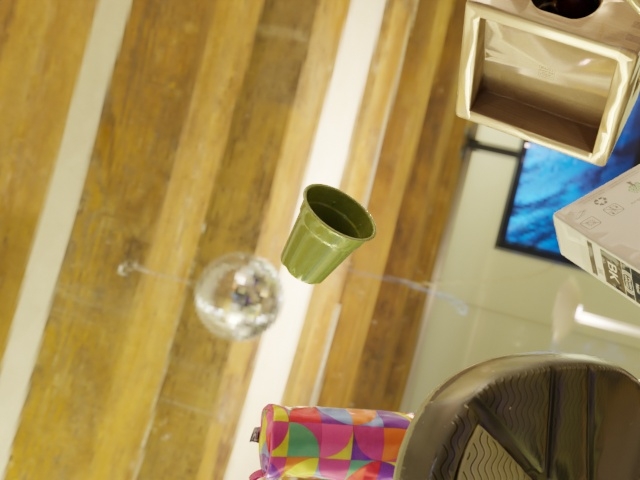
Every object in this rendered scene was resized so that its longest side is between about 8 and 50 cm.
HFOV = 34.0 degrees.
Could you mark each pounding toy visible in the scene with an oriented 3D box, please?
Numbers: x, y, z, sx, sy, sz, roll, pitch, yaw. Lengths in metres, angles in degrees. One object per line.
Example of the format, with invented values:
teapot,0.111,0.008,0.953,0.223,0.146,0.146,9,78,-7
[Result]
pounding toy,0.216,-0.148,0.765,0.094,0.206,0.181,-58,-20,-29

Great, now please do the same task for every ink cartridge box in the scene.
ink cartridge box,0.389,0.022,0.999,0.165,0.333,0.065,-28,-58,-12

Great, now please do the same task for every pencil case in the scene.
pencil case,0.030,0.259,1.313,0.104,0.236,0.104,-175,90,-76

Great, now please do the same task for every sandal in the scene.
sandal,0.095,0.106,0.449,0.303,0.086,0.120,19,-96,-61

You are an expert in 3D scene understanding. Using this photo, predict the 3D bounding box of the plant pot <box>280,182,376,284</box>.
plant pot,0.000,0.000,1.039,0.079,0.083,0.083,-55,-6,28
